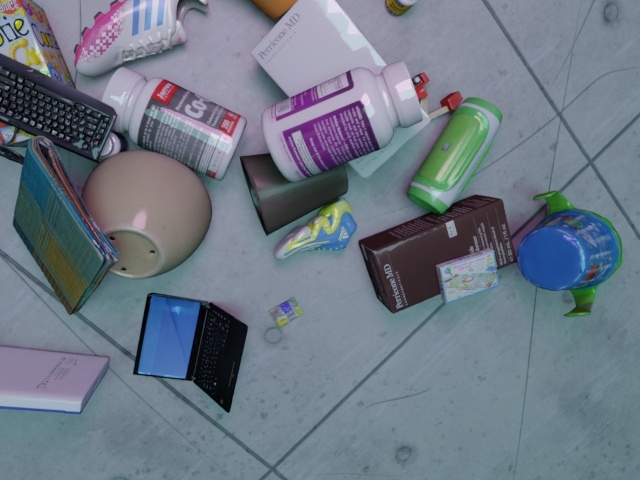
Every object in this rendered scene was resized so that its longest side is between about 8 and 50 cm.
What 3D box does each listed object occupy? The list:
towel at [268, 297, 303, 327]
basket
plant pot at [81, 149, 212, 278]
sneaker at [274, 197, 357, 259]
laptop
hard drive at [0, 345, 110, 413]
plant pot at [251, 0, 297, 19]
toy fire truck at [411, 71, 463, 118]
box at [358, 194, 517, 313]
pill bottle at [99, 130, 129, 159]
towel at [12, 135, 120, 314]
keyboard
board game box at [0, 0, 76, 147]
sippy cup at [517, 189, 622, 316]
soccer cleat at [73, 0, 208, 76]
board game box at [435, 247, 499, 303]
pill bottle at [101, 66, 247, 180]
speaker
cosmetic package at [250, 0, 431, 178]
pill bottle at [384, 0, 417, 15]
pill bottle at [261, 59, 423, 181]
[{"bbox_3d":[-0.095,0.201,1.155,0.083,0.009,0.060,-29,104,-5],"label":"towel"},{"bbox_3d":[-0.059,-0.143,1.029,0.227,0.154,0.204,-20,109,-11],"label":"basket"},{"bbox_3d":[-0.391,-0.027,0.906,0.284,0.191,0.284,-3,125,-5],"label":"plant pot"},{"bbox_3d":[0.000,0.000,1.095,0.240,0.091,0.126,-38,106,-3],"label":"sneaker"},{"bbox_3d":[-0.334,0.281,1.055,0.137,0.264,0.234,3,103,-49],"label":"laptop"},{"bbox_3d":[-0.685,0.311,0.952,0.319,0.210,0.040,10,99,-13],"label":"hard drive"},{"bbox_3d":[-0.119,-0.611,0.914,0.205,0.205,0.188,-46,121,0],"label":"plant pot"},{"bbox_3d":[0.265,-0.363,1.103,0.192,0.047,0.135,-40,107,-1],"label":"toy fire truck"},{"bbox_3d":[0.319,0.028,1.141,0.382,0.143,0.191,-22,105,-5],"label":"box"},{"bbox_3d":[-0.482,-0.216,0.941,0.067,0.120,0.067,-2,101,-12],"label":"pill bottle"},{"bbox_3d":[-0.537,-0.007,0.855,0.040,0.370,0.271,-31,89,-45],"label":"towel"},{"bbox_3d":[-0.591,-0.239,0.815,0.317,0.033,0.201,24,97,-14],"label":"keyboard"},{"bbox_3d":[-0.624,-0.350,0.876,0.144,0.142,0.275,-19,104,-8],"label":"board game box"},{"bbox_3d":[0.650,0.035,1.118,0.224,0.305,0.240,-8,138,-44],"label":"sippy cup"},{"bbox_3d":[-0.388,-0.461,0.917,0.143,0.116,0.331,43,90,-15],"label":"soccer cleat"},{"bbox_3d":[0.383,0.092,1.083,0.154,0.026,0.103,-16,106,-8],"label":"board game box"},{"bbox_3d":[-0.326,-0.264,0.942,0.283,0.161,0.161,23,95,-15],"label":"pill bottle"},{"bbox_3d":[0.354,-0.222,1.106,0.131,0.131,0.296,31,93,-15],"label":"speaker"},{"bbox_3d":[0.053,-0.366,0.975,0.385,0.156,0.217,43,112,-16],"label":"cosmetic package"},{"bbox_3d":[0.205,-0.597,1.010,0.065,0.116,0.065,-2,100,-11],"label":"pill bottle"},{"bbox_3d":[0.045,-0.247,0.856,0.302,0.169,0.169,-19,104,14],"label":"pill bottle"}]
